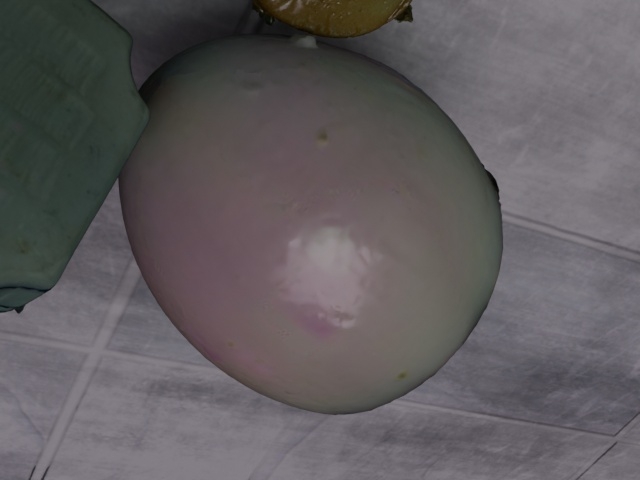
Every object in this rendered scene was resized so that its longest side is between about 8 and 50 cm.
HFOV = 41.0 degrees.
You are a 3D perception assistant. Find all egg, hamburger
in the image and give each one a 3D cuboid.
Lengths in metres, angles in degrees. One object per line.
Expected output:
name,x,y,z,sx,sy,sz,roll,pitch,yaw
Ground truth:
egg,-0.041,-0.043,0.849,0.354,0.354,0.340,-37,129,19
hamburger,0.010,-0.298,0.792,0.189,0.122,0.215,-12,130,-13

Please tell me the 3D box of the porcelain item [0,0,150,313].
porcelain item,-0.297,-0.096,0.650,0.286,0.281,0.157,38,144,-28
